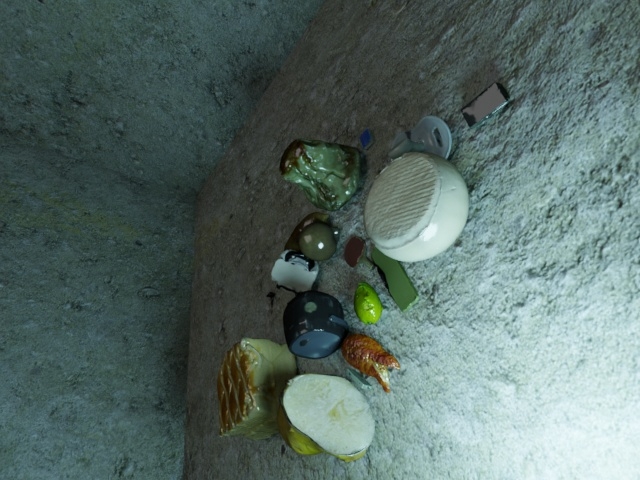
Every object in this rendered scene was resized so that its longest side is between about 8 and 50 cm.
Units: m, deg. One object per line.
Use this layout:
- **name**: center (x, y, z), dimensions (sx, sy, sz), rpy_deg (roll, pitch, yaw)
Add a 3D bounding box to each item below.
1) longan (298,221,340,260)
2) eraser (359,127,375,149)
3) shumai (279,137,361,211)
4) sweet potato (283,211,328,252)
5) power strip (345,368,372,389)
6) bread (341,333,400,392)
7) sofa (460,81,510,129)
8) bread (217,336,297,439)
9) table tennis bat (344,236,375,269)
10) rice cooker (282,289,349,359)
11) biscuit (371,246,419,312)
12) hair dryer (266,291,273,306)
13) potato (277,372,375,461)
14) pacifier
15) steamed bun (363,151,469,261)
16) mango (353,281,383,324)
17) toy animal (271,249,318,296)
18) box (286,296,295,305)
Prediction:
- **longan**: center (0.000, 0.000, 1.936), dimensions (0.204, 0.185, 0.159), rpy_deg (-31, 4, -9)
- **eraser**: center (0.216, -0.471, 1.945), dimensions (0.063, 0.027, 0.085), rpy_deg (-44, 42, 36)
- **shumai**: center (-0.023, -0.333, 1.974), dimensions (0.397, 0.323, 0.324), rpy_deg (9, 82, 58)
- **sweet potato**: center (-0.098, 0.006, 2.113), dimensions (0.423, 0.130, 0.130), rpy_deg (-53, 38, 30)
- **power strip**: center (0.146, 0.525, 1.575), dimensions (0.136, 0.051, 0.019), rpy_deg (29, 93, 56)
- **bread**: center (0.174, 0.432, 1.537), dimensions (0.269, 0.095, 0.139), rpy_deg (29, 108, 53)
- **sofa**: center (0.557, -0.447, 1.406), dimensions (0.147, 0.060, 0.085), rpy_deg (-38, 63, 43)
- **bread**: center (-0.299, 0.698, 1.965), dimensions (0.371, 0.279, 0.390), rpy_deg (-45, 44, 40)
- **table tennis bat**: center (0.166, 0.063, 1.786), dimensions (0.131, 0.022, 0.234), rpy_deg (-65, 32, 11)
- **rice cooker**: center (-0.024, 0.345, 1.739), dimensions (0.267, 0.267, 0.224), rpy_deg (-50, 32, 31)
- **biscuit**: center (0.274, 0.128, 1.576), dimensions (0.099, 0.038, 0.322), rpy_deg (-52, 37, 24)
- **hair dryer**: center (-0.280, 0.330, 2.333), dimensions (0.079, 0.031, 0.083), rpy_deg (146, 124, -59)
- **potato**: center (0.011, 0.706, 1.591), dimensions (0.397, 0.290, 0.296), rpy_deg (21, 128, 22)
- **pacifier**: center (0.339, -0.325, 1.535), dimensions (0.279, 0.207, 0.227), rpy_deg (-26, 72, 49)
- **steamed bun**: center (0.332, -0.100, 1.401), dimensions (0.374, 0.241, 0.374), rpy_deg (-37, 42, 43)
- **mango**: center (0.183, 0.238, 1.605), dimensions (0.119, 0.100, 0.178), rpy_deg (-57, 30, 36)
- **toy animal**: center (-0.121, 0.155, 2.032), dimensions (0.156, 0.208, 0.204), rpy_deg (-54, -14, -80)
- **box**: center (-0.133, 0.333, 2.097), dimensions (0.079, 0.035, 0.083), rpy_deg (-40, 46, 41)
